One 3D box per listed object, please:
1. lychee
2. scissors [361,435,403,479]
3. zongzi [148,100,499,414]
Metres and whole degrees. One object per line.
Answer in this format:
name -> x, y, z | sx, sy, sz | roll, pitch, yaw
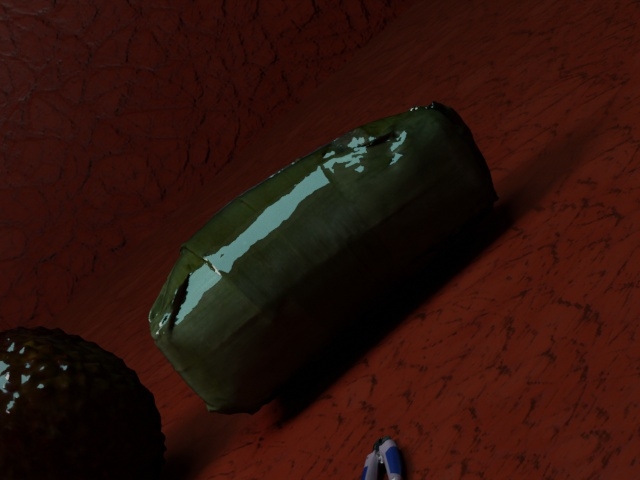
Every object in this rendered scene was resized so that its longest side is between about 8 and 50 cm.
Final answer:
lychee -> -0.286, 0.205, 1.848 | 0.260, 0.260, 0.260 | -40, 11, 9
scissors -> 0.046, 0.170, 1.408 | 0.039, 0.012, 0.113 | -39, 11, 10
zongzi -> 0.000, 0.000, 1.873 | 0.356, 0.174, 0.393 | -37, 4, 1
